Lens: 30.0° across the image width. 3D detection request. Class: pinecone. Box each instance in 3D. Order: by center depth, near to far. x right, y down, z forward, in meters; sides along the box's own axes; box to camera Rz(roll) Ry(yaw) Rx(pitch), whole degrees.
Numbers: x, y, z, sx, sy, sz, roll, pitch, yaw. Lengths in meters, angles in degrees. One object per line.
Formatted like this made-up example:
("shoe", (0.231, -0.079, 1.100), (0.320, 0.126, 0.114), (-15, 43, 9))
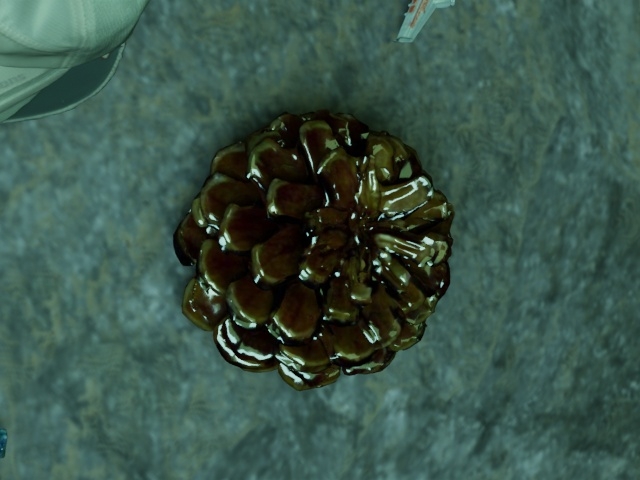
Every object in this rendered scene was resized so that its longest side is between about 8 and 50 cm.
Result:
("pinecone", (0.000, 0.000, 0.903), (0.221, 0.221, 0.221), (-1, 92, -21))

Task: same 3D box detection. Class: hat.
("hat", (-0.234, -0.186, 0.820), (0.275, 0.161, 0.232), (-36, 104, 21))

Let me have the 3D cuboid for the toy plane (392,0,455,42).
("toy plane", (0.088, -0.248, 1.000), (0.171, 0.065, 0.162), (-7, 94, -22))

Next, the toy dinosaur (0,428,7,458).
("toy dinosaur", (-0.297, 0.219, 0.848), (0.147, 0.076, 0.363), (-1, 109, -25))
